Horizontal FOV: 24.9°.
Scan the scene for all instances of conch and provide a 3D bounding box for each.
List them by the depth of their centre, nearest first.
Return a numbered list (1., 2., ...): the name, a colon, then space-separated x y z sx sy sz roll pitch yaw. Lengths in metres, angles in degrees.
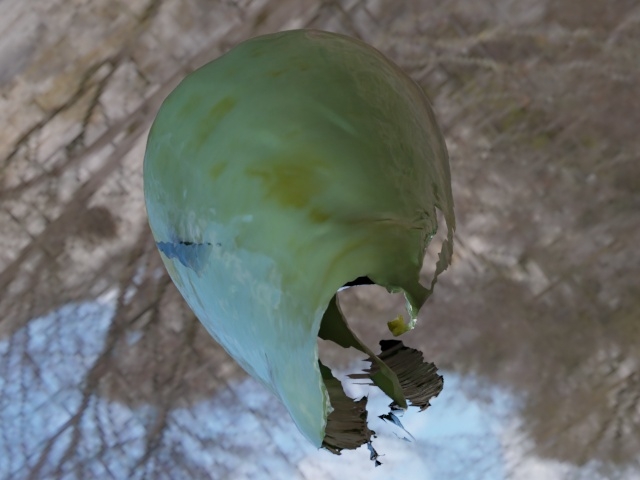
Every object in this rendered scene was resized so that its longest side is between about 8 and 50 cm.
1. conch: 0.006 0.012 0.590 0.137 0.143 0.250 16 -152 -29
